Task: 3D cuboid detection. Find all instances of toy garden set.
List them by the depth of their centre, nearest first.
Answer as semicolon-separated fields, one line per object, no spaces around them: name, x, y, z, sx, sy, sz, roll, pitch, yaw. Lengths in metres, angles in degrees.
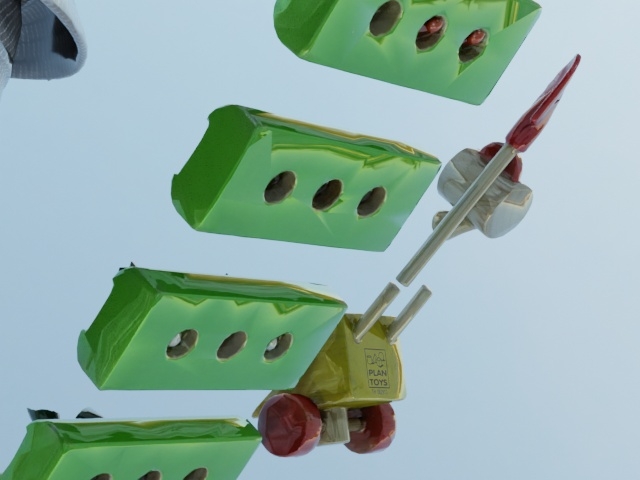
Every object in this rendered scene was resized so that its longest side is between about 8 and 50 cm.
toy garden set;0.000;0.000;0.605;0.049;0.244;0.204;45;-158;31

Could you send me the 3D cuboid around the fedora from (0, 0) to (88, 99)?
fedora;-0.205;-0.030;0.468;0.244;0.275;0.124;23;-111;-70
